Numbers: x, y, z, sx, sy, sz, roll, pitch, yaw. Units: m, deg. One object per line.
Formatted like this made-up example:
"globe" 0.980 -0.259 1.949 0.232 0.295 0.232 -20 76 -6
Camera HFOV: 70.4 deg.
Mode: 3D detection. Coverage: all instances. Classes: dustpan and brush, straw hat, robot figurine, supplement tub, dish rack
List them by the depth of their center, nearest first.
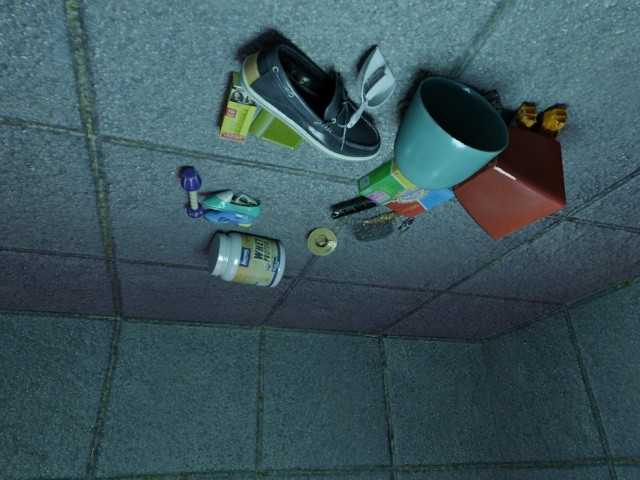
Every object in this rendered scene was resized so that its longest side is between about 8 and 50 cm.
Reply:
"dustpan and brush" 0.132 -0.401 1.252 0.211 0.060 0.147 -48 142 3
"robot figurine" 0.679 -0.332 1.530 0.211 0.085 0.291 2 153 -6
"dish rack" 0.192 -0.077 1.950 0.208 0.074 0.271 -15 133 25
"supplement tub" -0.346 0.089 2.125 0.316 0.228 0.228 12 150 -26
"straw hat" 0.000 0.000 2.152 0.144 0.144 0.061 9 -167 -21

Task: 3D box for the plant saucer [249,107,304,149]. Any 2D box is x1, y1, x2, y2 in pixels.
"plant saucer" -0.111 -0.362 1.458 0.188 0.045 0.188 14 149 -29

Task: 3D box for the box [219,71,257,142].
"box" -0.245 -0.394 1.369 0.087 0.058 0.232 8 152 -20

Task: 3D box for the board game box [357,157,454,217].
"board game box" 0.340 -0.207 1.772 0.316 0.064 0.242 20 146 -37

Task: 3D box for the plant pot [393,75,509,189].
"plant pot" 0.354 -0.289 1.333 0.293 0.293 0.235 9 144 -20

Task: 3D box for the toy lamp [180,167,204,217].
"toy lamp" -0.491 -0.181 1.751 0.080 0.080 0.275 2 153 -8

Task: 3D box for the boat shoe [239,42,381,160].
"boat shoe" 0.013 -0.378 1.290 0.500 0.187 0.156 26 148 -35

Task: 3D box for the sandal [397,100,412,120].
"sandal" 0.300 -0.378 1.451 0.072 0.049 0.180 -19 149 29

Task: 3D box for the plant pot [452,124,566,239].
"plant pot" 0.569 -0.205 1.432 0.235 0.267 0.267 26 146 -20

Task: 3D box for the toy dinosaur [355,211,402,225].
"toy dinosaur" 0.266 -0.090 2.024 0.211 0.064 0.112 -14 133 23

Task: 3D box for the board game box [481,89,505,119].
"board game box" 0.479 -0.399 1.449 0.186 0.026 0.126 -16 150 26

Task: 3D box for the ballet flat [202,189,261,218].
"ballet flat" -0.348 -0.157 1.821 0.247 0.083 0.087 12 115 -30

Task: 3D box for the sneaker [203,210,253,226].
"sneaker" -0.387 -0.114 1.918 0.209 0.069 0.082 7 126 -5

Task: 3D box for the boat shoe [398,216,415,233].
"boat shoe" 0.393 -0.071 2.071 0.046 0.038 0.125 10 151 -23
